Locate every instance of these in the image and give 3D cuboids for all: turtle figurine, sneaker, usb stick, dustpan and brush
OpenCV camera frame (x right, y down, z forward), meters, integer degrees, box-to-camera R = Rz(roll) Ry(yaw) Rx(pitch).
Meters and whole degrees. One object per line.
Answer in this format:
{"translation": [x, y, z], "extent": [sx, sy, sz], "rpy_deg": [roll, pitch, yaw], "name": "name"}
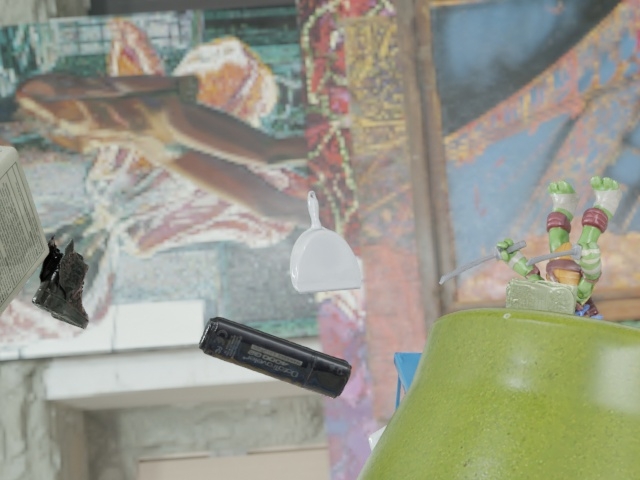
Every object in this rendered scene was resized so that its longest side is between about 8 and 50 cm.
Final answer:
{"translation": [0.395, -0.001, 1.789], "extent": [0.266, 0.274, 0.198], "rpy_deg": [-66, 4, -26], "name": "turtle figurine"}
{"translation": [-0.324, 0.056, 1.360], "extent": [0.170, 0.051, 0.089], "rpy_deg": [70, -141, -73], "name": "sneaker"}
{"translation": [-0.077, 0.208, 1.867], "extent": [0.045, 0.278, 0.077], "rpy_deg": [-112, 45, -69], "name": "usb stick"}
{"translation": [0.000, 0.000, 2.132], "extent": [0.060, 0.147, 0.211], "rpy_deg": [162, 104, -68], "name": "dustpan and brush"}

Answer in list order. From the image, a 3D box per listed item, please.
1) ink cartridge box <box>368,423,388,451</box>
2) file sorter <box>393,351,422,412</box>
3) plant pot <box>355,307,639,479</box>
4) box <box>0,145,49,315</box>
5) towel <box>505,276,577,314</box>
{"translation": [0.253, 0.365, 1.410], "extent": [0.091, 0.308, 0.385], "rpy_deg": [28, -145, -47], "name": "ink cartridge box"}
{"translation": [0.162, 0.183, 1.055], "extent": [0.118, 0.170, 0.105], "rpy_deg": [-106, 19, -73], "name": "file sorter"}
{"translation": [0.135, 0.237, 0.590], "extent": [0.366, 0.366, 0.353], "rpy_deg": [91, -165, -75], "name": "plant pot"}
{"translation": [-0.402, 0.021, 1.084], "extent": [0.232, 0.126, 0.149], "rpy_deg": [-64, -25, -49], "name": "box"}
{"translation": [0.338, 0.128, 1.632], "extent": [0.027, 0.110, 0.148], "rpy_deg": [-56, -31, -61], "name": "towel"}
